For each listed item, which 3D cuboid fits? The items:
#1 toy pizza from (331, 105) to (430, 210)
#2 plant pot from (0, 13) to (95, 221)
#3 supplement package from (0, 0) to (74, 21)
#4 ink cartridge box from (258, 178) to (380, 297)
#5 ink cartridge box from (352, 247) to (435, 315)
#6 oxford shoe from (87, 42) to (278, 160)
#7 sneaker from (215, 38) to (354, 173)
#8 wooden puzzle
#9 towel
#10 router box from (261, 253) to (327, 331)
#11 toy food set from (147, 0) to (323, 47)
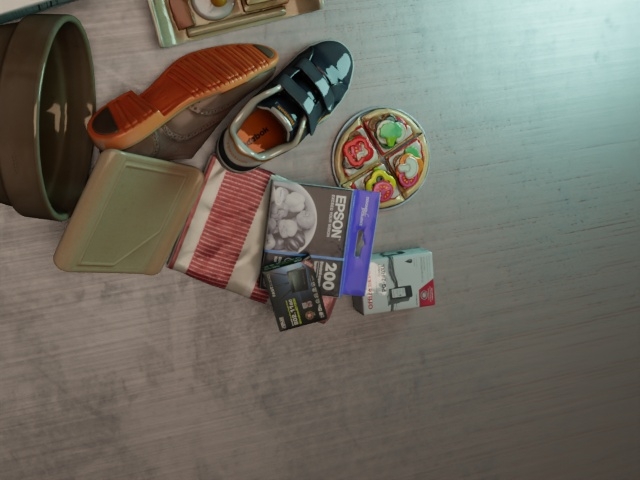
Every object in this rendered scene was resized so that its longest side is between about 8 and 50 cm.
[{"bbox_3d":[0.120,-0.155,1.733,0.201,0.032,0.201,-3,100,-16],"label":"toy pizza"},{"bbox_3d":[-0.528,-0.197,1.418,0.280,0.323,0.323,3,98,-1],"label":"plant pot"},{"bbox_3d":[-0.462,-0.446,1.463,0.244,0.134,0.139,-22,104,-12],"label":"supplement package"},{"bbox_3d":[0.000,0.000,1.667,0.208,0.045,0.206,6,100,-9],"label":"ink cartridge box"},{"bbox_3d":[0.139,0.080,1.760,0.150,0.063,0.109,-8,101,-14],"label":"ink cartridge box"},{"bbox_3d":[-0.228,-0.231,1.595,0.363,0.130,0.133,-30,137,-15],"label":"oxford shoe"},{"bbox_3d":[-0.045,-0.241,1.606,0.126,0.127,0.321,45,76,-10],"label":"sneaker"},{"bbox_3d":[-0.325,-0.044,1.547,0.238,0.044,0.221,10,111,-57],"label":"wooden puzzle"},{"bbox_3d":[-0.094,-0.002,1.697,0.329,0.037,0.237,21,95,-17],"label":"towel"},{"bbox_3d":[-0.047,0.095,1.638,0.092,0.038,0.122,-16,105,0],"label":"router box"},{"bbox_3d":[-0.160,-0.476,1.568,0.306,0.092,0.220,-16,103,-12],"label":"toy food set"}]
